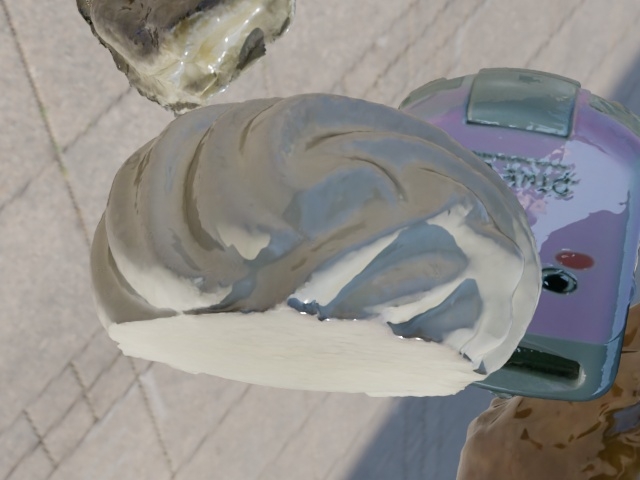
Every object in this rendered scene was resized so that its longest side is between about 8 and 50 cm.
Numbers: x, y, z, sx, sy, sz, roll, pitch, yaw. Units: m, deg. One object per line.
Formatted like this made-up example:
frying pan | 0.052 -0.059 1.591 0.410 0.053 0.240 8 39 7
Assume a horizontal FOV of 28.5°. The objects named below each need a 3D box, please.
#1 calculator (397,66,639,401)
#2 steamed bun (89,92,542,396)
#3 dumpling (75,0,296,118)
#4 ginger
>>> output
calculator | 0.110 0.006 0.718 0.045 0.141 0.246 -65 161 -44
steamed bun | 0.000 0.000 0.512 0.183 0.183 0.106 56 36 -68
dumpling | -0.157 -0.201 1.196 0.086 0.332 0.166 1 99 -44
ginger | 0.215 0.176 0.875 0.269 0.223 0.200 -34 141 32
